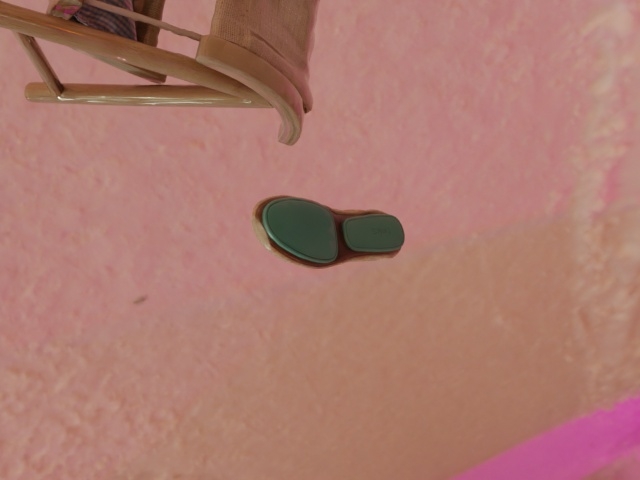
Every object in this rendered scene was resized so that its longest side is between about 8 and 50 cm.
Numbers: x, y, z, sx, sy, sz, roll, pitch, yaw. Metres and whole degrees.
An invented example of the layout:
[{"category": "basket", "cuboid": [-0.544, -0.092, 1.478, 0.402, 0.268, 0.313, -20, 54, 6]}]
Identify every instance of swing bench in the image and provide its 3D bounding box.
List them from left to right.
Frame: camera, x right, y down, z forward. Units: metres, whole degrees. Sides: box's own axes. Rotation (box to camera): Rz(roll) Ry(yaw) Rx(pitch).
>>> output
[{"category": "swing bench", "cuboid": [-0.114, -0.240, 0.698, 0.254, 0.253, 0.165, 9, 166, 0]}]

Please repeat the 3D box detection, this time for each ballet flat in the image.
[{"category": "ballet flat", "cuboid": [0.000, 0.000, 0.674, 0.168, 0.057, 0.052, 7, 161, -44]}]
